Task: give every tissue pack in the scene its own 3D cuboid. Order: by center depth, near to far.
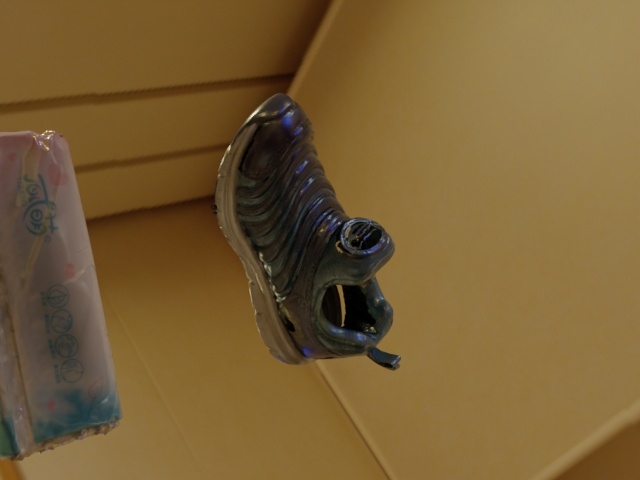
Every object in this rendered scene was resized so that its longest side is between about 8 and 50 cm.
[{"bbox_3d":[-0.287,0.054,0.751,0.124,0.270,0.202,-10,-4,-43],"label":"tissue pack"}]

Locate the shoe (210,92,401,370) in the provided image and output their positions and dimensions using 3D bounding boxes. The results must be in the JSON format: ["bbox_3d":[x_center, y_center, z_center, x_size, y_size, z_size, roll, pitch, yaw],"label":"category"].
[{"bbox_3d":[0.000,0.000,0.554,0.091,0.106,0.207,-48,-49,-43],"label":"shoe"}]
